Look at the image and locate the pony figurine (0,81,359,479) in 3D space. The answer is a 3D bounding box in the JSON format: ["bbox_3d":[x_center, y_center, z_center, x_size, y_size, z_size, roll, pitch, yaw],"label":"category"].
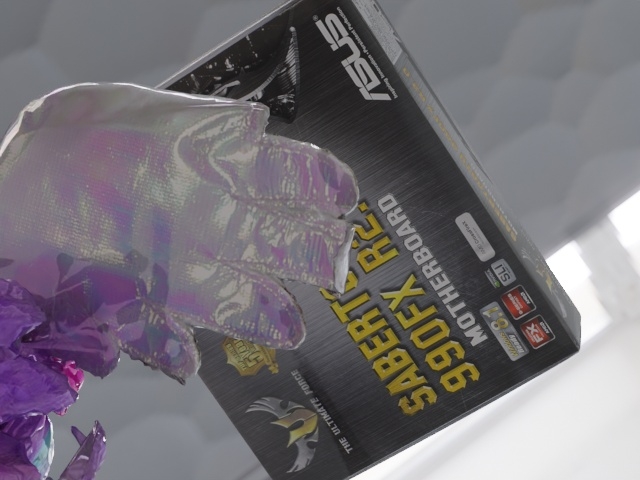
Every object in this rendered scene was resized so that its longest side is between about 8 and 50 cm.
[{"bbox_3d":[-0.166,0.073,0.770,0.351,0.363,0.303,23,-54,32],"label":"pony figurine"}]

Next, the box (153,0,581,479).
[{"bbox_3d":[0.000,0.000,0.953,0.231,0.183,0.056,57,17,-10],"label":"box"}]
